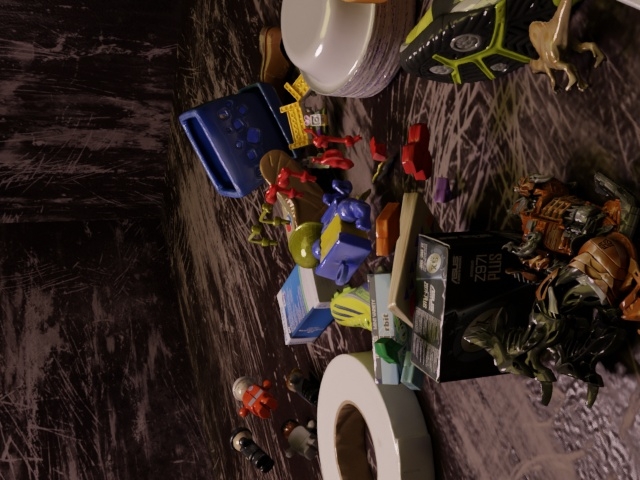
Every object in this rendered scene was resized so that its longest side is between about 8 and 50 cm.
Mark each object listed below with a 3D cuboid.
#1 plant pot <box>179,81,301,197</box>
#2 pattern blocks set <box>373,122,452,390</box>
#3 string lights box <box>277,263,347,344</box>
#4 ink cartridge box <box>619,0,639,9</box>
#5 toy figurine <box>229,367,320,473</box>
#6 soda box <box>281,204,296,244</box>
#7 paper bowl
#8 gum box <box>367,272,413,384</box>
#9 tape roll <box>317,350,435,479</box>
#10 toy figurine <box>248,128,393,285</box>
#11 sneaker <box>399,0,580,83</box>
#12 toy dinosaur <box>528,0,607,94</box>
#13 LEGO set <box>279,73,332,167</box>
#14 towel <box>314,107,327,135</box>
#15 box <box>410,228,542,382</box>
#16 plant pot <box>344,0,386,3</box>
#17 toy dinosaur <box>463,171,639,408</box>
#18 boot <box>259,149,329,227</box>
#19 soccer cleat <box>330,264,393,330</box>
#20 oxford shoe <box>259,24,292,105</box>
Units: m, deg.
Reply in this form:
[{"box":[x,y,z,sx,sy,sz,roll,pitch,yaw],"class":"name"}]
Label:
[{"box":[-0.190,-0.257,1.743,0.236,0.212,0.236,63,163,-14],"class":"plant pot"},{"box":[0.135,0.032,0.995,0.285,0.026,0.325,56,-136,-47],"class":"pattern blocks set"},{"box":[-0.023,0.130,1.606,0.260,0.076,0.133,123,139,-57],"class":"string lights box"},{"box":[0.354,-0.310,0.533,0.307,0.072,0.304,50,140,43],"class":"ink cartridge box"},{"box":[-0.103,0.416,1.660,0.148,0.209,0.213,21,113,55],"class":"toy figurine"},{"box":[-0.054,-0.070,1.689,0.061,0.058,0.181,129,134,-60],"class":"soda box"},{"box":[0.031,-0.403,1.262,0.284,0.148,0.284,7,97,61],"class":"paper bowl"},{"box":[0.136,0.124,1.067,0.041,0.184,0.157,-5,87,33],"class":"gum box"},{"box":[0.094,0.405,1.345,0.392,0.072,0.392,178,90,-68],"class":"tape roll"},{"box":[0.000,0.000,1.279,0.362,0.191,0.217,126,147,-44],"class":"toy figurine"},{"box":[0.231,-0.321,0.849,0.384,0.145,0.147,-33,54,54],"class":"sneaker"},{"box":[0.268,-0.217,0.789,0.093,0.053,0.183,53,170,19],"class":"toy dinosaur"},{"box":[-0.002,-0.297,1.506,0.132,0.107,0.287,12,103,25],"class":"LEGO set"},{"box":[-0.004,-0.264,1.601,0.083,0.009,0.060,167,100,-68],"class":"towel"},{"box":[0.203,0.081,0.920,0.077,0.147,0.180,-150,60,-65],"class":"box"},{"box":[0.130,-0.437,0.993,0.205,0.188,0.205,177,90,-69],"class":"plant pot"},{"box":[0.278,0.052,0.746,0.322,0.164,0.218,-88,23,-63],"class":"toy dinosaur"},{"box":[-0.028,-0.080,1.556,0.262,0.095,0.203,51,-176,0],"class":"boot"},{"box":[0.093,0.130,1.289,0.289,0.093,0.121,135,122,-63],"class":"soccer cleat"},{"box":[-0.104,-0.428,1.771,0.076,0.076,0.212,13,122,27],"class":"oxford shoe"}]
